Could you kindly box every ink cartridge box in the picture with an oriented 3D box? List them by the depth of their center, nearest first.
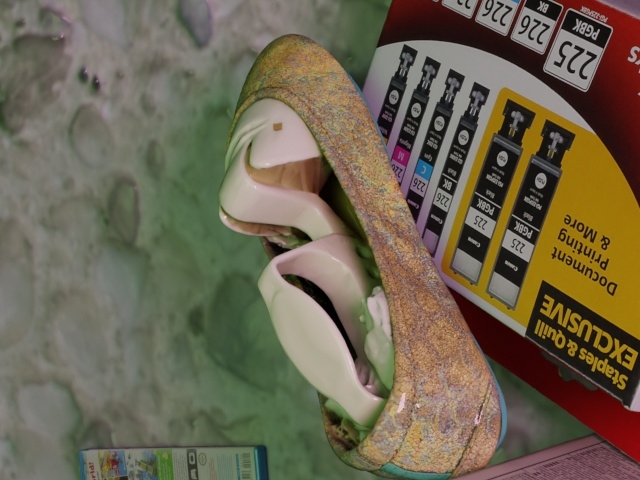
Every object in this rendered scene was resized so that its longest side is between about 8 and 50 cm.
[{"bbox_3d":[0.153,-0.019,1.168,0.309,0.130,0.272,34,111,47],"label":"ink cartridge box"}]

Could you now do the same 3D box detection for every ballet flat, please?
[{"bbox_3d":[0.000,0.000,1.162,0.123,0.123,0.348,-41,56,24],"label":"ballet flat"}]

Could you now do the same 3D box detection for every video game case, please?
[{"bbox_3d":[-0.112,0.219,1.448,0.166,0.015,0.119,-5,90,29],"label":"video game case"}]

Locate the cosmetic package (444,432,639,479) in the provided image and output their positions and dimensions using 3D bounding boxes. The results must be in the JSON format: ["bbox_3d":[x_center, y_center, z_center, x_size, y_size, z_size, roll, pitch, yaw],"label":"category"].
[{"bbox_3d":[0.169,0.213,1.131,0.153,0.296,0.129,26,105,28],"label":"cosmetic package"}]
